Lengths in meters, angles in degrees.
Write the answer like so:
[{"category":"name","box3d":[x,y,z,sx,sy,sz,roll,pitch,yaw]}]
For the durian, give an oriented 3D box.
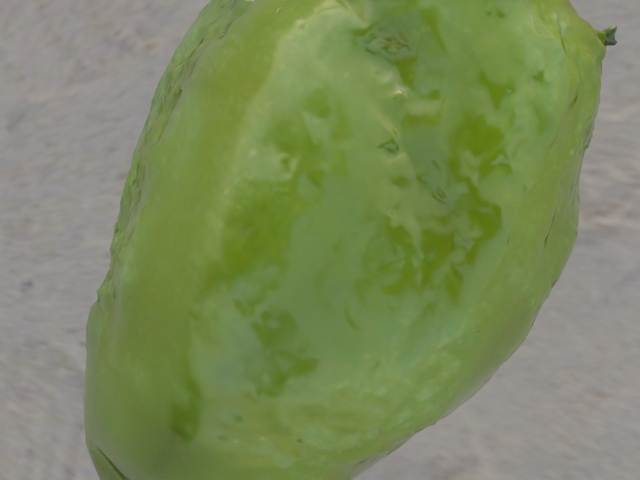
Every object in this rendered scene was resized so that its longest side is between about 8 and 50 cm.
[{"category":"durian","box3d":[0.000,0.000,0.940,0.204,0.256,0.339,17,89,-24]}]
